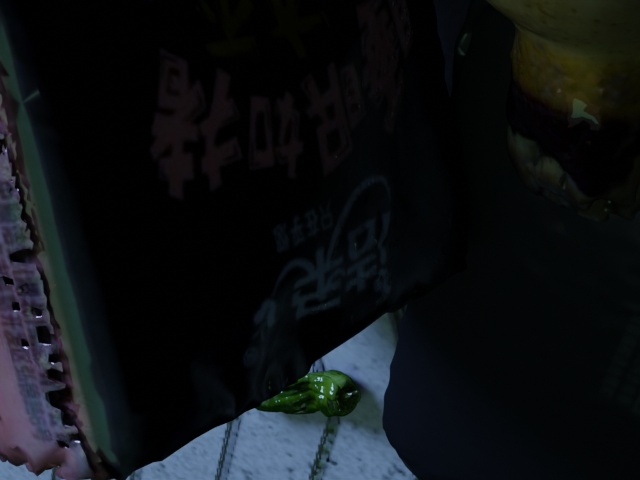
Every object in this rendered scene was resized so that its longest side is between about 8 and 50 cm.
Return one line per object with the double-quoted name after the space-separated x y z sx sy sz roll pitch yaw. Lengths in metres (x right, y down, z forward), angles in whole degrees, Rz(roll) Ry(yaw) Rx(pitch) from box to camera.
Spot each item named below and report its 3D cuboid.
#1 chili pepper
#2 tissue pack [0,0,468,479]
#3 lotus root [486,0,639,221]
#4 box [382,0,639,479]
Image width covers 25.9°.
-0.013 0.095 0.871 0.091 0.034 0.030 -1 91 32 "chili pepper"
-0.065 -0.097 0.548 0.123 0.245 0.332 8 117 43 "tissue pack"
0.115 -0.149 0.460 0.182 0.183 0.310 19 113 17 "lotus root"
0.208 0.052 0.660 0.350 0.091 0.359 22 133 15 "box"
